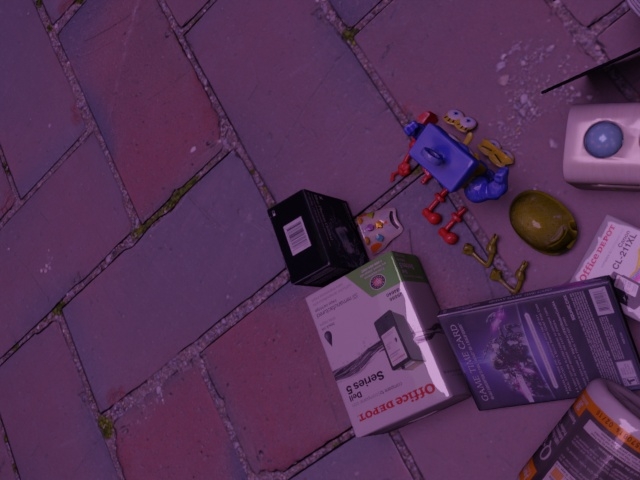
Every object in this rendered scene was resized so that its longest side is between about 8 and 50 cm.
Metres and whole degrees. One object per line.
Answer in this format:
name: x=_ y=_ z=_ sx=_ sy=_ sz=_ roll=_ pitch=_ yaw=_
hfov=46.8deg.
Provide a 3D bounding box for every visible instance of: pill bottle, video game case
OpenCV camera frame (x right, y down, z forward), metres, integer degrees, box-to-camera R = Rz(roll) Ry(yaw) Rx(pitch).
pill bottle: x=0.391 y=0.355 z=1.090 sx=0.162 sy=0.162 sz=0.278 roll=41 pitch=107 yaw=29
video game case: x=0.345 y=0.170 z=1.166 sx=0.274 sy=0.026 sz=0.196 roll=-16 pitch=110 yaw=30

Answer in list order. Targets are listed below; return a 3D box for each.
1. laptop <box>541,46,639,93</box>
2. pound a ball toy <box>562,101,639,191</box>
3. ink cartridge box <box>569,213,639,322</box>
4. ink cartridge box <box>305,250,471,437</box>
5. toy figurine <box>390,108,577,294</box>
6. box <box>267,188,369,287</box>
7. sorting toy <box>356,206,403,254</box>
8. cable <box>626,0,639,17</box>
laptop: x=0.500 y=-0.221 z=1.070 sx=0.264 sy=0.234 sz=0.137 roll=37 pitch=126 yaw=19
pound a ball toy: x=0.527 y=-0.100 z=1.084 sx=0.319 sy=0.135 sz=0.208 roll=6 pitch=86 yaw=33
ink cartridge box: x=0.490 y=0.055 z=1.123 sx=0.175 sy=0.072 sz=0.127 roll=31 pitch=101 yaw=31
ink cartridge box: x=0.120 y=0.185 z=1.312 sx=0.198 sy=0.114 sz=0.273 roll=-31 pitch=68 yaw=25
toy figurine: x=0.225 y=-0.088 z=1.224 sx=0.191 sy=0.217 sz=0.362 roll=-49 pitch=61 yaw=17
box: x=0.000 y=0.000 z=1.386 sx=0.093 sy=0.158 sz=0.156 roll=-29 pitch=69 yaw=26
sorting toy: x=0.114 y=-0.027 z=1.396 sx=0.075 sy=0.045 sz=0.083 roll=-23 pitch=71 yaw=8
cable: x=0.551 y=-0.405 z=1.020 sx=0.257 sy=0.089 sz=0.257 roll=-44 pitch=60 yaw=10
